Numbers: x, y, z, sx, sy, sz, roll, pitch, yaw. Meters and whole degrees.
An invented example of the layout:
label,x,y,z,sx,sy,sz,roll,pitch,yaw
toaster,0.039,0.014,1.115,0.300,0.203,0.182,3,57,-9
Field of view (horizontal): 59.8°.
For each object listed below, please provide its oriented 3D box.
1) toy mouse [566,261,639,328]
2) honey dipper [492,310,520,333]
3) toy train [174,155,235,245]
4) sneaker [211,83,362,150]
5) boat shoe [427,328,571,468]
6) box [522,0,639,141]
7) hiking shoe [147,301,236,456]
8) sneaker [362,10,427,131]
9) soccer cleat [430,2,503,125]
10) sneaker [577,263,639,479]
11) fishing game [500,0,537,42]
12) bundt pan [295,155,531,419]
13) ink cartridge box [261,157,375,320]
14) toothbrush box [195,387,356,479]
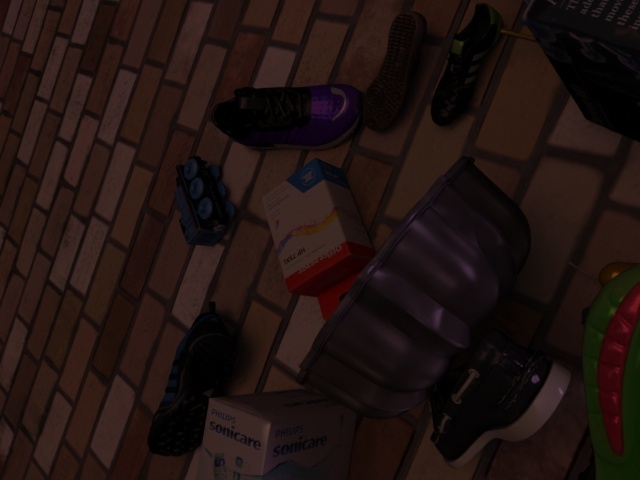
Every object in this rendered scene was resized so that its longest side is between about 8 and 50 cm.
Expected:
label,x,y,z,sx,sy,sz,roll,pitch,yaw
toy mouse,0.368,0.096,0.652,0.161,0.031,0.143,0,82,37
honey dipper,0.210,0.076,0.778,0.161,0.030,0.030,38,104,31
toy train,-0.241,-0.080,1.110,0.105,0.080,0.184,-42,60,30
sneaker,-0.073,-0.218,0.965,0.293,0.146,0.102,-3,80,37
boat shoe,0.177,0.182,0.642,0.091,0.114,0.302,36,149,14
box,0.436,-0.169,0.485,0.395,0.293,0.212,39,105,35
hiking shoe,-0.236,0.273,1.045,0.304,0.113,0.132,-61,24,19
sneaker,0.127,-0.263,0.882,0.066,0.071,0.188,32,120,22
soccer cleat,0.204,-0.256,0.811,0.060,0.072,0.179,33,102,36
sneaker,0.344,0.249,0.552,0.185,0.202,0.482,24,114,45
fishing game,0.333,-0.384,0.717,0.189,0.041,0.264,24,100,12
bundt pan,0.122,0.071,0.643,0.124,0.331,0.331,37,105,14
ink cartridge box,0.000,0.000,0.910,0.134,0.078,0.231,-34,61,28
toothbrush box,-0.070,0.381,0.812,0.126,0.216,0.295,7,87,37
